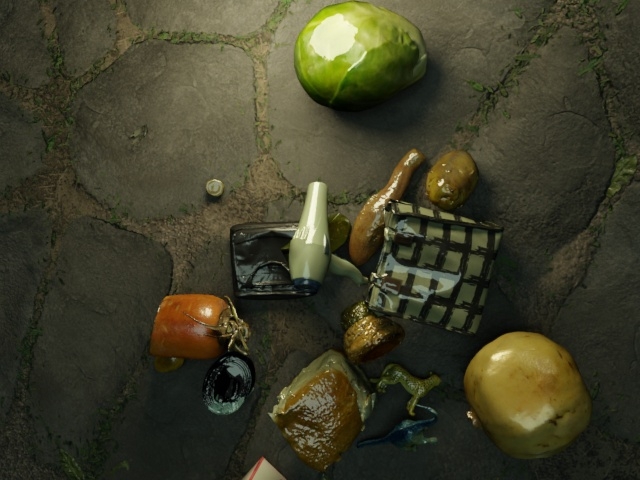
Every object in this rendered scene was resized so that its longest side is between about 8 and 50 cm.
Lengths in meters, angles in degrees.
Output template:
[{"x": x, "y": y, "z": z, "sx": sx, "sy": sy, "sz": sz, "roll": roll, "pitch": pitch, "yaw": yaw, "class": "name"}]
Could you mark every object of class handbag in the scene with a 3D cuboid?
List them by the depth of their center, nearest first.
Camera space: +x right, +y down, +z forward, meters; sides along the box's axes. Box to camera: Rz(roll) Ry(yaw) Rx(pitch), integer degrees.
[{"x": 0.306, "y": 0.077, "z": 1.492, "sx": 0.326, "sy": 0.162, "sz": 0.326, "roll": 12, "pitch": 96, "yaw": -10, "class": "handbag"}, {"x": -0.144, "y": 0.063, "z": 1.637, "sx": 0.275, "sy": 0.088, "sz": 0.245, "roll": -2, "pitch": 97, "yaw": 8, "class": "handbag"}]

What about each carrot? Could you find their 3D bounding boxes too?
[{"x": -0.366, "y": 0.257, "z": 1.620, "sx": 0.330, "sy": 0.193, "sz": 0.214, "roll": 4, "pitch": 135, "yaw": 7, "class": "carrot"}]

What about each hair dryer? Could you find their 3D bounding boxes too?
[{"x": 0.021, "y": -0.011, "z": 1.478, "sx": 0.118, "sy": 0.298, "sz": 0.296, "roll": -11, "pitch": 82, "yaw": 38, "class": "hair dryer"}]

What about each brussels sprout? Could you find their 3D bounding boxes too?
[{"x": 0.109, "y": -0.496, "z": 1.469, "sx": 0.354, "sy": 0.289, "sz": 0.282, "roll": -9, "pitch": 80, "yaw": -13, "class": "brussels sprout"}]

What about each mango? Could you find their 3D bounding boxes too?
[{"x": -0.484, "y": 0.382, "z": 1.721, "sx": 0.114, "sy": 0.057, "sz": 0.079, "roll": -35, "pitch": 91, "yaw": 17, "class": "mango"}]

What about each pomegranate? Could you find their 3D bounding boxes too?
[{"x": 0.536, "y": 0.411, "z": 1.428, "sx": 0.332, "sy": 0.332, "sz": 0.333, "roll": 0, "pitch": 93, "yaw": 9, "class": "pomegranate"}]

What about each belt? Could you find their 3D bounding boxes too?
[{"x": -0.284, "y": 0.448, "z": 1.679, "sx": 0.151, "sy": 0.078, "sz": 0.199, "roll": 26, "pitch": 94, "yaw": 3, "class": "belt"}]

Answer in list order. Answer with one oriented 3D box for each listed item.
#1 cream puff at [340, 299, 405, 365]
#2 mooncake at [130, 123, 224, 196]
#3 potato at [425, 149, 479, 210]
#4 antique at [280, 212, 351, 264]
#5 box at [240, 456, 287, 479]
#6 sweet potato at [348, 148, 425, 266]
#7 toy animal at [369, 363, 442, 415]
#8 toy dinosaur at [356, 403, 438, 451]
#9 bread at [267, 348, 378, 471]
[{"x": 0.136, "y": 0.252, "z": 1.574, "sx": 0.183, "sy": 0.183, "sz": 0.169, "roll": -33, "pitch": 62, "yaw": 9, "class": "cream puff"}, {"x": -0.453, "y": -0.249, "z": 1.682, "sx": 0.150, "sy": 0.057, "sz": 0.347, "roll": -38, "pitch": 84, "yaw": -3, "class": "mooncake"}, {"x": 0.371, "y": -0.166, "z": 1.521, "sx": 0.137, "sy": 0.137, "sz": 0.176, "roll": 39, "pitch": 77, "yaw": 5, "class": "potato"}, {"x": 0.000, "y": 0.000, "z": 1.552, "sx": 0.221, "sy": 0.080, "sz": 0.081, "roll": -37, "pitch": 109, "yaw": -31, "class": "antique"}, {"x": -0.190, "y": 0.895, "z": 1.573, "sx": 0.312, "sy": 0.300, "sz": 0.314, "roll": 42, "pitch": 97, "yaw": 5, "class": "box"}, {"x": 0.183, "y": -0.096, "z": 1.562, "sx": 0.109, "sy": 0.109, "sz": 0.385, "roll": 29, "pitch": 97, "yaw": 7, "class": "sweet potato"}, {"x": 0.250, "y": 0.418, "z": 1.602, "sx": 0.181, "sy": 0.073, "sz": 0.136, "roll": 32, "pitch": 89, "yaw": 19, "class": "toy animal"}, {"x": 0.254, "y": 0.559, "z": 1.555, "sx": 0.147, "sy": 0.363, "sz": 0.077, "roll": 16, "pitch": 51, "yaw": -25, "class": "toy dinosaur"}, {"x": 0.024, "y": 0.480, "z": 1.557, "sx": 0.279, "sy": 0.225, "sz": 0.250, "roll": -39, "pitch": 92, "yaw": -1, "class": "bread"}]
